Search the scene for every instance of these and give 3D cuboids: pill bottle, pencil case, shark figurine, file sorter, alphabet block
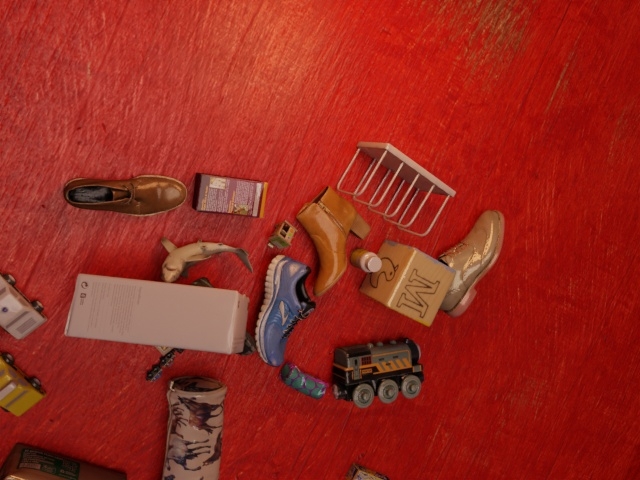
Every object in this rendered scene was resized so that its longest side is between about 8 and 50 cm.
[{"bbox_3d":[0.142,0.064,1.661,0.065,0.116,0.065,-5,102,-23],"label":"pill bottle"},{"bbox_3d":[-0.372,0.582,1.516,0.184,0.160,0.409,1,100,-38],"label":"pencil case"},{"bbox_3d":[-0.337,0.060,1.487,0.278,0.166,0.116,-13,131,-38],"label":"shark figurine"},{"bbox_3d":[0.221,-0.153,1.617,0.278,0.193,0.173,30,90,-25],"label":"file sorter"},{"bbox_3d":[0.275,0.132,1.692,0.194,0.192,0.197,28,87,-23],"label":"alphabet block"},{"bbox_3d":[-0.053,0.443,1.677,0.152,0.064,0.070,34,110,-25],"label":"pencil case"}]

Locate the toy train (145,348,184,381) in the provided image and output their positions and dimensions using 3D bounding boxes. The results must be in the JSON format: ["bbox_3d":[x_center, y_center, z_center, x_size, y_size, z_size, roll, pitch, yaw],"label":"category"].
[{"bbox_3d":[-0.436,0.341,1.519,0.158,0.027,0.036,-47,124,-9],"label":"toy train"}]

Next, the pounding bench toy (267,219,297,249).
[{"bbox_3d":[-0.119,-0.015,1.575,0.052,0.083,0.065,42,51,-26],"label":"pounding bench toy"}]

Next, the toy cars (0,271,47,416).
[{"bbox_3d":[-0.780,0.265,1.324,0.177,0.087,0.393,1,99,-23],"label":"toy cars"}]

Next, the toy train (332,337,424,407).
[{"bbox_3d":[0.192,0.427,1.745,0.334,0.142,0.190,-4,91,-22],"label":"toy train"}]

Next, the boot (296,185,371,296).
[{"bbox_3d":[0.001,-0.001,1.609,0.211,0.104,0.295,39,79,-19],"label":"boot"}]

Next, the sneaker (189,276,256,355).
[{"bbox_3d":[-0.270,0.210,1.501,0.101,0.106,0.267,-34,104,31],"label":"sneaker"}]

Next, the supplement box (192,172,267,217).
[{"bbox_3d":[-0.252,-0.125,1.479,0.188,0.081,0.104,5,98,-24],"label":"supplement box"}]

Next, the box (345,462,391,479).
[{"bbox_3d":[0.173,0.834,1.850,0.169,0.054,0.059,32,87,-25],"label":"box"}]

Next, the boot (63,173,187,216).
[{"bbox_3d":[-0.491,-0.112,1.364,0.306,0.115,0.112,-3,99,-24],"label":"boot"}]

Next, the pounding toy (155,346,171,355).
[{"bbox_3d":[-0.407,0.242,1.470,0.130,0.100,0.141,-38,111,-12],"label":"pounding toy"}]

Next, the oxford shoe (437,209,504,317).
[{"bbox_3d":[0.489,0.060,1.800,0.147,0.140,0.396,27,86,-18],"label":"oxford shoe"}]

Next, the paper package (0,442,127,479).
[{"bbox_3d":[-0.718,0.741,1.395,0.325,0.168,0.309,30,86,-24],"label":"paper package"}]

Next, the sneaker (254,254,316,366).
[{"bbox_3d":[-0.097,0.215,1.554,0.147,0.130,0.329,11,97,14],"label":"sneaker"}]

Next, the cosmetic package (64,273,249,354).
[{"bbox_3d":[-0.382,0.184,1.315,0.386,0.217,0.156,7,80,3],"label":"cosmetic package"}]
